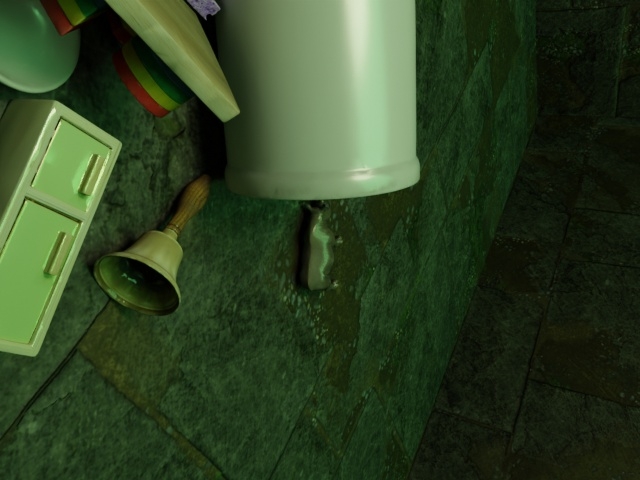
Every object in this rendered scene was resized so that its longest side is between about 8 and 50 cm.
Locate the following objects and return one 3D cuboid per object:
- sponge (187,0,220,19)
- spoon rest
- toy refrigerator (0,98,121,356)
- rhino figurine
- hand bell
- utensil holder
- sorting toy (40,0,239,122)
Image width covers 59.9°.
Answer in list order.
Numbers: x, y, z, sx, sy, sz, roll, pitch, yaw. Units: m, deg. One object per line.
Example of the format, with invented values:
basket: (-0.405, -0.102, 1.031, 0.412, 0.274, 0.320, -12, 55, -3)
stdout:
sponge: (-0.206, -0.377, 0.692, 0.117, 0.031, 0.210, 60, 10, 15)
spoon rest: (-0.352, -0.227, 0.539, 0.276, 0.084, 0.137, -4, 102, -59)
toy refrigerator: (-0.332, -0.015, 0.624, 0.102, 0.094, 0.269, 38, 65, -57)
rhino figurine: (0.000, 0.000, 1.228, 0.106, 0.073, 0.243, -14, 109, -62)
hand bell: (-0.222, -0.020, 0.837, 0.241, 0.126, 0.126, -71, 152, -42)
utensil holder: (-0.003, -0.285, 0.891, 0.328, 0.328, 0.384, -26, 119, -55)
sorting toy: (-0.226, -0.269, 0.615, 0.257, 0.090, 0.255, 44, 16, -55)
